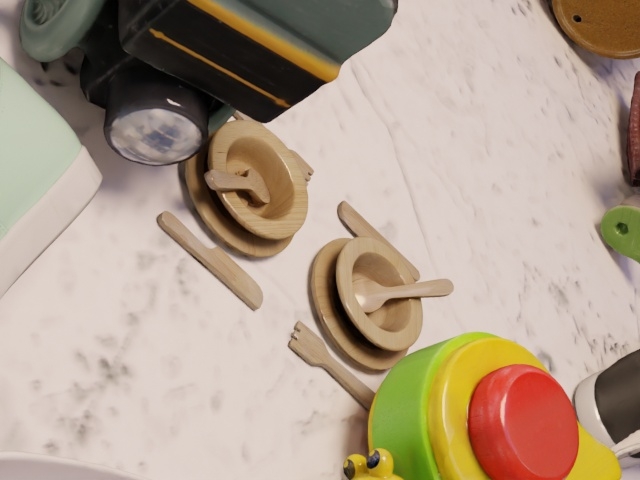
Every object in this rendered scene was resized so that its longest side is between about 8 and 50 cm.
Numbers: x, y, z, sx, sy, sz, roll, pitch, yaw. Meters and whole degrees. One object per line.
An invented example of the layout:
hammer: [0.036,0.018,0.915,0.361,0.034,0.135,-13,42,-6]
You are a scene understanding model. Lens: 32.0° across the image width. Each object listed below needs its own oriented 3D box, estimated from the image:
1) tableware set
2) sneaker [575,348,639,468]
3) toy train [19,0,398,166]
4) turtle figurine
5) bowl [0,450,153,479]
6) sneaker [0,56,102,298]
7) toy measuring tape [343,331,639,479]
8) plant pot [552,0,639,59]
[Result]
tableware set: [0.000,0.000,0.663,0.194,0.039,0.128,43,41,-23]
sneaker: [0.332,0.100,0.899,0.295,0.147,0.105,-11,75,-53]
toy train: [-0.053,-0.202,0.604,0.142,0.190,0.334,28,49,-37]
turtle figurine: [0.388,-0.057,1.023,0.266,0.198,0.275,-27,85,-49]
bowl: [-0.100,0.163,0.435,0.142,0.053,0.142,26,50,-39]
sneaker: [-0.189,-0.014,0.406,0.151,0.094,0.256,54,28,-20]
toy measuring tape: [0.130,0.098,0.669,0.330,0.121,0.121,-15,79,-41]
plant pot: [0.332,-0.302,1.114,0.237,0.237,0.254,46,55,-19]
